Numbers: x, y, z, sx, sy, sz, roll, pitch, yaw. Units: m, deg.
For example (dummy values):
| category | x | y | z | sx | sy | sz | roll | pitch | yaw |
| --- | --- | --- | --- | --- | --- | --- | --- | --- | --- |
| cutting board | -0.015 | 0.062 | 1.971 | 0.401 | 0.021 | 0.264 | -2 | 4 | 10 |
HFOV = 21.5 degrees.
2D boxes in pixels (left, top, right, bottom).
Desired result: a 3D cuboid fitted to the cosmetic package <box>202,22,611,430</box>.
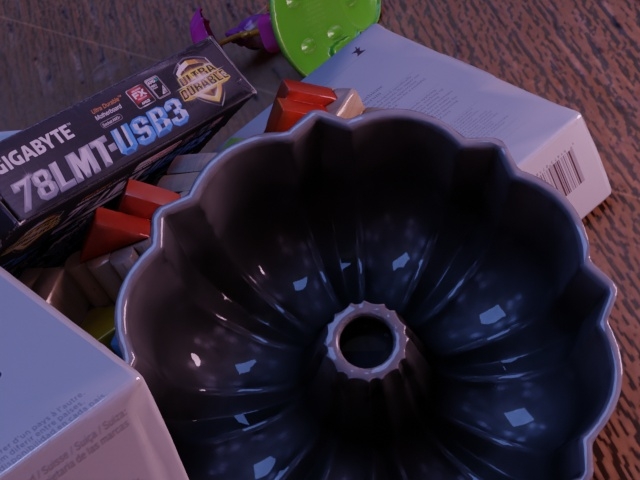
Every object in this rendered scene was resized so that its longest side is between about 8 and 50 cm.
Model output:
| category | x | y | z | sx | sy | sz | roll | pitch | yaw |
| --- | --- | --- | --- | --- | --- | --- | --- | --- | --- |
| cosmetic package | 0.000 | 0.000 | 1.358 | 0.377 | 0.097 | 0.284 | -39 | 39 | -13 |

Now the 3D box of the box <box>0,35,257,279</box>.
| category | x | y | z | sx | sy | sz | roll | pitch | yaw |
| --- | --- | --- | --- | --- | --- | --- | --- | --- | --- |
| box | -0.226 | -0.014 | 1.346 | 0.295 | 0.073 | 0.293 | -37 | -6 | -48 |

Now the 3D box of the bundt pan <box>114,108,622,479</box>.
| category | x | y | z | sx | sy | sz | roll | pitch | yaw |
| --- | --- | --- | --- | --- | --- | --- | --- | --- | --- |
| bundt pan | 0.031 | 0.083 | 1.129 | 0.331 | 0.124 | 0.331 | -1 | 71 | 2 |

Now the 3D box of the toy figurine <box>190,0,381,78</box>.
| category | x | y | z | sx | sy | sz | roll | pitch | yaw |
| --- | --- | --- | --- | --- | --- | --- | --- | --- | --- |
| toy figurine | -0.050 | -0.211 | 1.648 | 0.159 | 0.130 | 0.173 | -8 | 18 | 39 |

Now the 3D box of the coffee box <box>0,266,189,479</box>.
| category | x | y | z | sx | sy | sz | roll | pitch | yaw |
| --- | --- | --- | --- | --- | --- | --- | --- | --- | --- |
| coffee box | -0.266 | 0.235 | 1.023 | 0.338 | 0.338 | 0.334 | -35 | 36 | -21 |

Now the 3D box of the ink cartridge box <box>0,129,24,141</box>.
| category | x | y | z | sx | sy | sz | roll | pitch | yaw |
| --- | --- | --- | --- | --- | --- | --- | --- | --- | --- |
| ink cartridge box | -0.296 | -0.070 | 1.614 | 0.198 | 0.067 | 0.115 | -1 | 3 | 32 |

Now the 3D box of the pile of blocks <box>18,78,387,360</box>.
| category | x | y | z | sx | sy | sz | roll | pitch | yaw |
| --- | --- | --- | --- | --- | --- | --- | --- | --- | --- |
| pile of blocks | -0.089 | -0.005 | 1.251 | 0.362 | 0.112 | 0.149 | -40 | 37 | -12 |
